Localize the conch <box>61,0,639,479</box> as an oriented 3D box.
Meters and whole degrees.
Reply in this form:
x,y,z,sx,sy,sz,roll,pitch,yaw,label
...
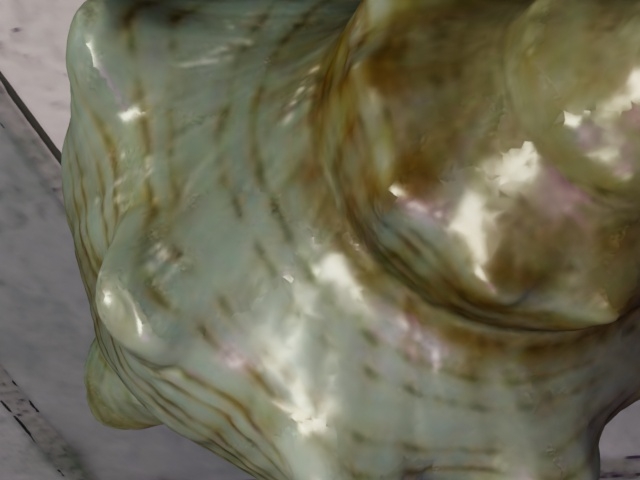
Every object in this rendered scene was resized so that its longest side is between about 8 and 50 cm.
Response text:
x,y,z,sx,sy,sz,roll,pitch,yaw,label
-0.006,0.006,0.614,0.386,0.169,0.203,-29,98,40,conch
